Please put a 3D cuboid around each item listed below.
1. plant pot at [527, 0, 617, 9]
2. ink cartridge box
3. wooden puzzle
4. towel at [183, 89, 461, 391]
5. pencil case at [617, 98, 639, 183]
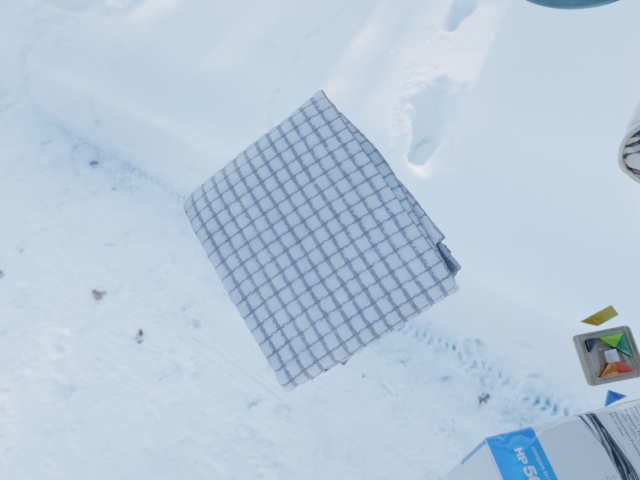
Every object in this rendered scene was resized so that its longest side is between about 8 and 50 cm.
[{"bbox_3d":[0.345,-0.496,0.565,0.341,0.341,0.334,13,14,19],"label":"plant pot"},{"bbox_3d":[0.242,0.226,0.460,0.203,0.148,0.085,-9,52,-9],"label":"ink cartridge box"},{"bbox_3d":[0.377,0.149,0.632,0.079,0.014,0.116,-20,73,5],"label":"wooden puzzle"},{"bbox_3d":[0.000,0.000,0.585,0.235,0.121,0.283,-35,74,5],"label":"towel"},{"bbox_3d":[0.764,-0.249,1.025,0.184,0.159,0.410,-6,23,42],"label":"pencil case"}]
